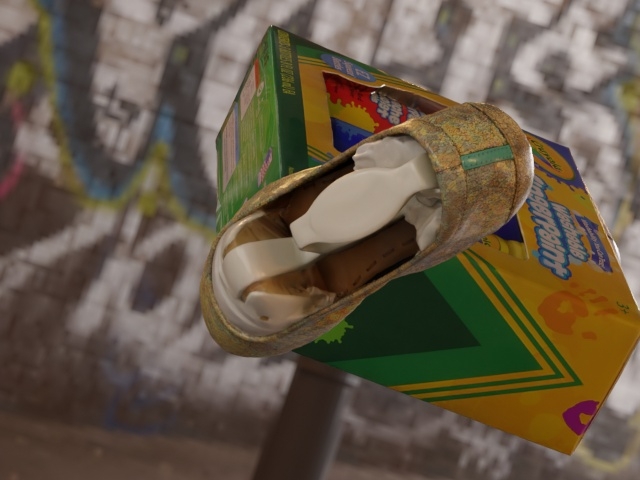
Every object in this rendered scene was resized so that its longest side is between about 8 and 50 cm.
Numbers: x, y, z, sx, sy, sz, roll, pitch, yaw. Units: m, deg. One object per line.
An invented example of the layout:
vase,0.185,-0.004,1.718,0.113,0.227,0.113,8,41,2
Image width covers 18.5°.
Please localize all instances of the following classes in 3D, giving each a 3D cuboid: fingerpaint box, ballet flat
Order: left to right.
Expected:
ballet flat,0.000,0.000,1.422,0.123,0.123,0.348,17,-33,-40
fingerpaint box,0.093,-0.018,1.967,0.371,0.163,0.445,22,22,-12

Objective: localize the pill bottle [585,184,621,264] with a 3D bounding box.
pill bottle,0.290,0.009,2.320,0.108,0.108,0.193,17,36,-32
